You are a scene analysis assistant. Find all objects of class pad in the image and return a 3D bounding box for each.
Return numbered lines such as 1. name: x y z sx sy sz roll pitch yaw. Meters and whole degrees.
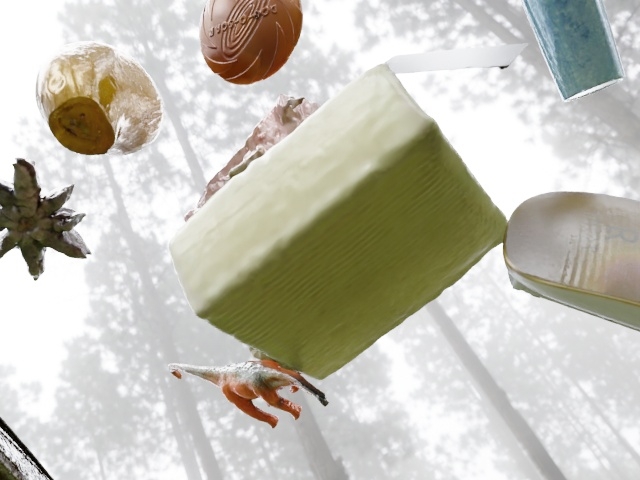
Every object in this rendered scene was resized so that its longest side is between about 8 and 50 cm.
1. pad: 0.226 -0.321 1.325 0.159 0.265 0.009 -45 -49 -50

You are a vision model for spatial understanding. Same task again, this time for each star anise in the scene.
1. star anise: -0.491 -0.037 1.227 0.229 0.093 0.236 7 -60 -21

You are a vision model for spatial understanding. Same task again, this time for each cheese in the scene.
1. cheese: 0.027 -0.004 0.727 0.265 0.124 0.242 -38 -42 10

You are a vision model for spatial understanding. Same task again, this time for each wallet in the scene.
1. wallet: -0.234 0.168 0.557 0.039 0.133 0.243 -39 -47 -22

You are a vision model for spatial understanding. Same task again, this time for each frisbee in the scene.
1. frisbee: -0.116 -0.340 1.157 0.192 0.192 0.035 -47 -23 17

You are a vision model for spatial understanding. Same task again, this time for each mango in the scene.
1. mango: -0.338 -0.218 1.140 0.144 0.359 0.187 -32 -85 7

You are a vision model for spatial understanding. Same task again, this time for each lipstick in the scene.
1. lipstick: 0.208 -0.268 0.687 0.068 0.274 0.061 -20 -2 36

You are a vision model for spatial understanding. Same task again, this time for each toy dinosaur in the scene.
1. toy dinosaur: -0.082 0.165 0.839 0.280 0.055 0.101 -17 -55 46

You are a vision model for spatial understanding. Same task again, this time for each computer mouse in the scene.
1. computer mouse: 0.264 0.027 0.571 0.245 0.126 0.056 21 -46 8

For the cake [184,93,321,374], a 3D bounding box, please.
1. cake: 0.000 0.000 1.151 0.314 0.306 0.293 -43 -27 20
